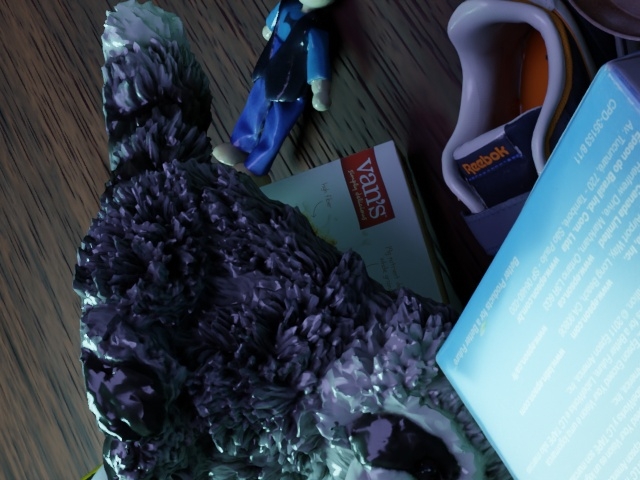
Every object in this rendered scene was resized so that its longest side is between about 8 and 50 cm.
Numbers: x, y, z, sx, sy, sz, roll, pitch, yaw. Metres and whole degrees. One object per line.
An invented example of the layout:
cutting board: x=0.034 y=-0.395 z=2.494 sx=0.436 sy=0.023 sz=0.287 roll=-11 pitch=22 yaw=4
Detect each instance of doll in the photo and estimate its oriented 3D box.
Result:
doll: x=-0.026 y=-0.136 z=1.335 sx=0.129 sy=0.046 sz=0.189 roll=51 pitch=124 yaw=50

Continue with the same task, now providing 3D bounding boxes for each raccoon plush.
raccoon plush: x=0.000 y=0.000 z=1.109 sx=0.216 sy=0.299 sz=0.446 roll=66 pitch=-163 yaw=-72

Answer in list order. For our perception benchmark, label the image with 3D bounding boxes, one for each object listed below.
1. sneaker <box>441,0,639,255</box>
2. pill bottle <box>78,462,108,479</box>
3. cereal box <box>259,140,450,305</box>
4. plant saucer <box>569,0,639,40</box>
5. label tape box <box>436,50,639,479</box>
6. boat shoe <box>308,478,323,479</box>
sneaker: x=0.154 y=-0.011 z=1.042 sx=0.126 sy=0.127 sz=0.321 roll=-28 pitch=71 yaw=49
pill bottle: x=-0.152 y=0.279 z=1.408 sx=0.334 sy=0.188 sz=0.188 roll=-39 pitch=62 yaw=47
cereal box: x=-0.029 y=0.044 z=1.229 sx=0.240 sy=0.047 sz=0.173 roll=-20 pitch=69 yaw=10
plant saucer: x=0.216 y=-0.201 z=0.998 sx=0.168 sy=0.029 sz=0.168 roll=-8 pitch=78 yaw=40
label tape box: x=0.225 y=0.107 z=0.813 sx=0.348 sy=0.115 sz=0.249 roll=55 pitch=144 yaw=26
boat shoe: x=0.023 y=0.157 z=1.250 sx=0.096 sy=0.088 sz=0.267 roll=-26 pitch=61 yaw=3
